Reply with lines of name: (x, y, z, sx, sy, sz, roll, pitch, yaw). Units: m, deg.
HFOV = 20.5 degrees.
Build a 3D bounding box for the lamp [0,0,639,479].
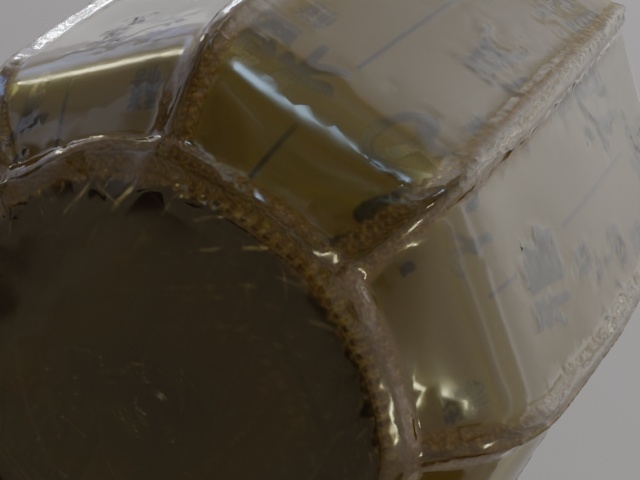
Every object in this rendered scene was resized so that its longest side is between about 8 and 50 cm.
lamp: (0.000, 0.000, 0.441, 0.161, 0.185, 0.161, 11, -61, 20)
